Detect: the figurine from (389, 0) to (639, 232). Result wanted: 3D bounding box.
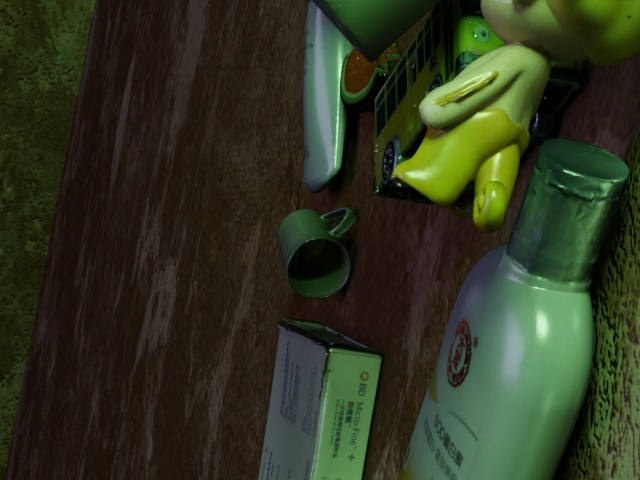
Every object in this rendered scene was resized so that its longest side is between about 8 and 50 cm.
[{"bbox_3d":[0.127,-0.124,1.068,0.246,0.131,0.156,-60,-24,5],"label":"figurine"}]

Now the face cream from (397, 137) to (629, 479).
[{"bbox_3d":[0.111,0.080,1.156,0.144,0.071,0.291,-107,31,-58],"label":"face cream"}]

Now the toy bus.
[{"bbox_3d":[0.097,-0.097,1.277,0.175,0.088,0.101,124,151,-58],"label":"toy bus"}]

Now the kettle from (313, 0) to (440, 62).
[{"bbox_3d":[0.072,-0.247,1.191,0.255,0.165,0.240,-43,-11,2],"label":"kettle"}]

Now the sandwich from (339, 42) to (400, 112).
[{"bbox_3d":[0.042,-0.138,1.619,0.101,0.026,0.069,139,142,-62],"label":"sandwich"}]

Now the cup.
[{"bbox_3d":[-0.006,0.000,1.655,0.083,0.054,0.075,-114,34,-67],"label":"cup"}]

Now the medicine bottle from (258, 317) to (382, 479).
[{"bbox_3d":[-0.011,0.170,1.584,0.171,0.052,0.201,-166,84,-74],"label":"medicine bottle"}]

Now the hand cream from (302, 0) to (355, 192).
[{"bbox_3d":[0.010,-0.169,1.713,0.079,0.048,0.255,148,127,-77],"label":"hand cream"}]
